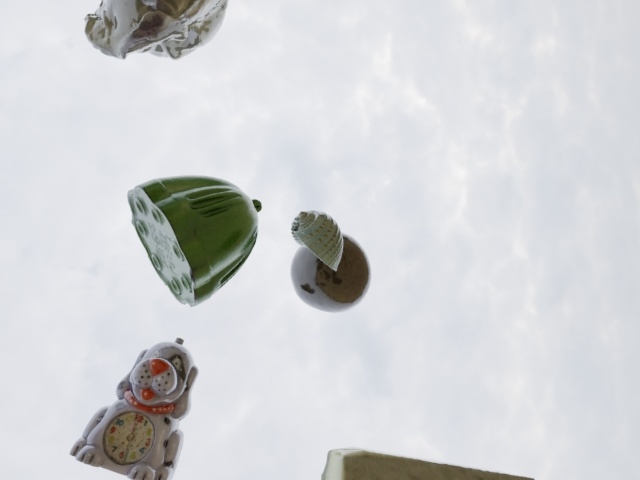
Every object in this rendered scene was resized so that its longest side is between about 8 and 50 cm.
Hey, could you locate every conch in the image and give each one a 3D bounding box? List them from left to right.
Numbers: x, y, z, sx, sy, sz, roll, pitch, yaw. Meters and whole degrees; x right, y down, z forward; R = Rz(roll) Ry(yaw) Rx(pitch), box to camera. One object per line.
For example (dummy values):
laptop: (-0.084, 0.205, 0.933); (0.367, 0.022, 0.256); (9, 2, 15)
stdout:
conch: (0.002, -0.004, 0.585); (0.085, 0.076, 0.057); (37, -80, -23)

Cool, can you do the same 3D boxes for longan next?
longan: (0.021, 0.068, 0.922); (0.187, 0.167, 0.168); (67, -141, -60)

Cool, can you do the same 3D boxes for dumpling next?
dumpling: (-0.156, -0.229, 0.452); (0.108, 0.187, 0.127); (60, -152, -57)

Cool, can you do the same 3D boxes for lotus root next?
lotus root: (-0.151, -0.021, 0.639); (0.186, 0.186, 0.186); (6, -99, -41)

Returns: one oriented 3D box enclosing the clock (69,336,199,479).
clock: (-0.318, 0.305, 0.857); (0.188, 0.188, 0.254); (34, -113, -34)

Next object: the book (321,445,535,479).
book: (0.107, 0.335, 0.299); (0.239, 0.035, 0.352); (21, -129, -28)
